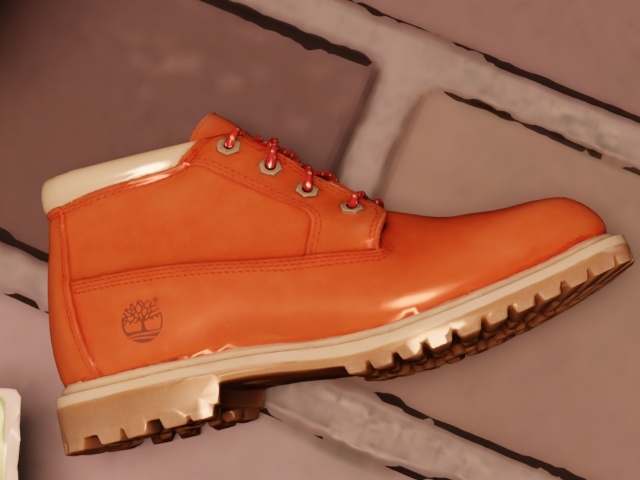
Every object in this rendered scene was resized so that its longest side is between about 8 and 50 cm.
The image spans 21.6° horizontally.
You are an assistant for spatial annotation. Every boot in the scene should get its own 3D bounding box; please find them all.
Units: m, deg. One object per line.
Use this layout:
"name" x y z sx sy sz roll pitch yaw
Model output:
"boot" 0.000 0.000 0.445 0.158 0.059 0.085 -13 78 5

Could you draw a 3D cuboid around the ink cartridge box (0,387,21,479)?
"ink cartridge box" -0.192 0.124 0.451 0.235 0.056 0.171 -1 85 2
